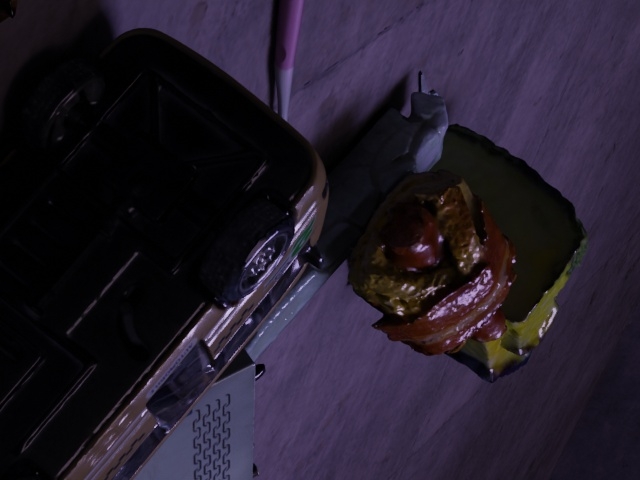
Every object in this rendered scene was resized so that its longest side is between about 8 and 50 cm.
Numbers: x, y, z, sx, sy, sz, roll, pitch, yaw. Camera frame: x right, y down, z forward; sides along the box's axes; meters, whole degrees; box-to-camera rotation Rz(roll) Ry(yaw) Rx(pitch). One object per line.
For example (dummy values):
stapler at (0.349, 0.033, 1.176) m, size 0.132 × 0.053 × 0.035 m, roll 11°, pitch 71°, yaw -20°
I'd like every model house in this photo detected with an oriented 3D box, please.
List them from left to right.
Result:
model house at (0.149, 0.028, 1.871) m, size 0.170 × 0.194 × 0.211 m, roll -53°, pitch 162°, yaw -18°

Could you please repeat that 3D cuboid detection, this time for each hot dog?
hot dog at (0.109, 0.031, 1.650) m, size 0.146 × 0.103 × 0.213 m, roll -59°, pitch 142°, yaw -5°

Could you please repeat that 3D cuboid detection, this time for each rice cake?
rice cake at (0.000, 0.000, 1.644) m, size 0.336 × 0.063 × 0.066 m, roll -50°, pitch 164°, yaw -22°

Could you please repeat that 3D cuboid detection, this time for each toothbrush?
toothbrush at (-0.025, -0.142, 1.387) m, size 0.025 × 0.020 × 0.286 m, roll -38°, pitch 157°, yaw -29°

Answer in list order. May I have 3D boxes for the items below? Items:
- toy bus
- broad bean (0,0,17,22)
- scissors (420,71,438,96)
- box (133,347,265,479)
toy bus at (-0.159, 0.062, 1.149) m, size 0.365 × 0.177 × 0.202 m, roll -49°, pitch 165°, yaw -10°
broad bean at (-0.207, -0.120, 0.876) m, size 0.098 × 0.056 × 0.318 m, roll -59°, pitch 165°, yaw 9°
scissors at (0.095, -0.134, 1.750) m, size 0.036 × 0.006 × 0.083 m, roll -53°, pitch 163°, yaw -15°
box at (-0.139, 0.186, 1.548) m, size 0.211 × 0.045 × 0.270 m, roll -27°, pitch 153°, yaw -17°
